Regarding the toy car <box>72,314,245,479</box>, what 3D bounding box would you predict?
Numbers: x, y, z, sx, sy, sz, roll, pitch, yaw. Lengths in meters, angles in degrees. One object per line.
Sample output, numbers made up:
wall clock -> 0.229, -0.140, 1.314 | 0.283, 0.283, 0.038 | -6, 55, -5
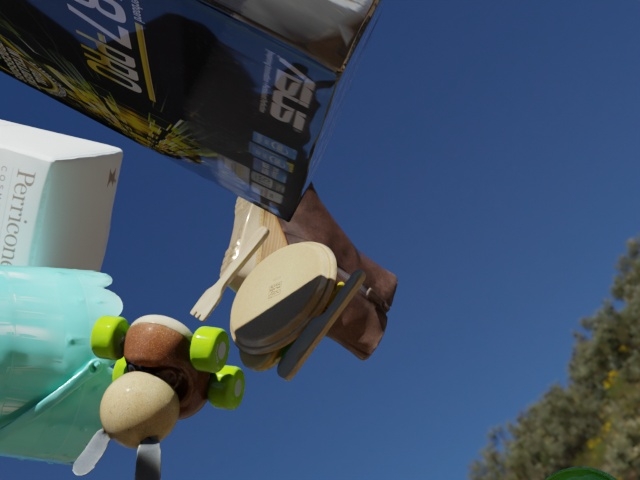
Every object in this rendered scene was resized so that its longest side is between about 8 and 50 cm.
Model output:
toy car -> -0.194, 0.193, 1.192 | 0.155, 0.188, 0.149 | 4, -41, 18

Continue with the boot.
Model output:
boot -> 0.000, 0.000, 1.261 | 0.207, 0.248, 0.090 | 28, -33, -20

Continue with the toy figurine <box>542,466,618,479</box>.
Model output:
toy figurine -> 0.180, 0.249, 0.667 | 0.130, 0.173, 0.159 | -6, -31, 28

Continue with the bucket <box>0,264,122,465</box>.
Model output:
bucket -> -0.394, 0.159, 1.385 | 0.183, 0.281, 0.281 | 10, -50, -33

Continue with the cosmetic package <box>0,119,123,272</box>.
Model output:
cosmetic package -> -0.572, -0.027, 1.688 | 0.327, 0.393, 0.329 | -42, -35, -80

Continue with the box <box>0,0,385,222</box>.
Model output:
box -> -0.128, -0.155, 0.703 | 0.395, 0.318, 0.097 | 123, 173, -79

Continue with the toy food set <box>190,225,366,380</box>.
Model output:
toy food set -> -0.033, 0.059, 0.976 | 0.132, 0.192, 0.038 | -52, -56, -9
